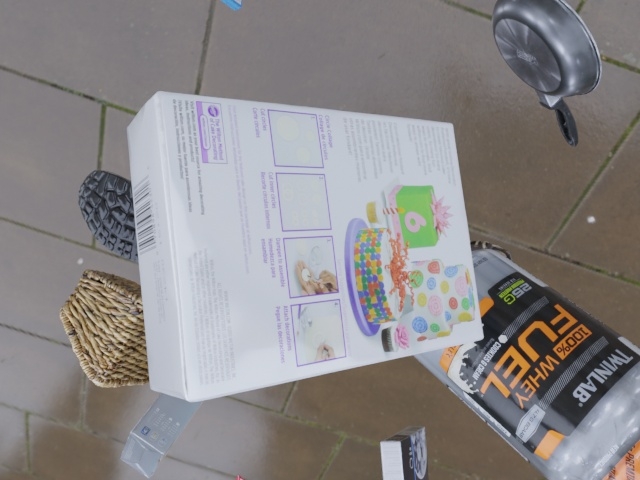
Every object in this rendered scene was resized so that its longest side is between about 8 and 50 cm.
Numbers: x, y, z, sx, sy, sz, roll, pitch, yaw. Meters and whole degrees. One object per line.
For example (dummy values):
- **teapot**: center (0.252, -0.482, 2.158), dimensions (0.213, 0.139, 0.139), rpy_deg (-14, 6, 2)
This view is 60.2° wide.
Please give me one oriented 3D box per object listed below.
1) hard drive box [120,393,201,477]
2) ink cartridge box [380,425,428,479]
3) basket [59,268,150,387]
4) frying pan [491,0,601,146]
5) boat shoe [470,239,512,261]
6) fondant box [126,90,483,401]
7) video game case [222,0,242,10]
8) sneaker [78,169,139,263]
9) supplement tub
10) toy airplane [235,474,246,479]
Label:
- **hard drive box**: center (-0.355, 0.415, 1.308), dimensions (0.089, 0.232, 0.181), rpy_deg (34, 135, 0)
- **ink cartridge box**: center (0.167, 0.473, 1.050), dimensions (0.045, 0.208, 0.206), rpy_deg (-6, 168, 22)
- **basket**: center (-0.501, 0.212, 1.350), dimensions (0.214, 0.299, 0.223), rpy_deg (25, 84, 12)
- **frying pan**: center (0.332, -0.263, 0.853), dimensions (0.053, 0.326, 0.197), rpy_deg (-40, 68, 1)
- **boat shoe**: center (0.325, 0.063, 1.103), dimensions (0.132, 0.355, 0.130), rpy_deg (3, 132, -46)
- **fondant box**: center (0.000, 0.000, 0.533), dimensions (0.331, 0.238, 0.096), rpy_deg (-3, 173, -33)
- **video game case**: center (-0.155, -0.384, 0.690), dimensions (0.015, 0.119, 0.166), rpy_deg (-4, 167, 35)
- **sneaker**: center (-0.250, -0.010, 0.889), dimensions (0.283, 0.124, 0.107), rpy_deg (36, 100, -3)
- **supplement tub**: center (0.280, 0.167, 0.705), dimensions (0.316, 0.194, 0.193), rpy_deg (40, 136, 35)
- **toy airplane**: center (-0.114, 0.433, 0.853), dimensions (0.151, 0.028, 0.151), rpy_deg (2, 93, 41)
